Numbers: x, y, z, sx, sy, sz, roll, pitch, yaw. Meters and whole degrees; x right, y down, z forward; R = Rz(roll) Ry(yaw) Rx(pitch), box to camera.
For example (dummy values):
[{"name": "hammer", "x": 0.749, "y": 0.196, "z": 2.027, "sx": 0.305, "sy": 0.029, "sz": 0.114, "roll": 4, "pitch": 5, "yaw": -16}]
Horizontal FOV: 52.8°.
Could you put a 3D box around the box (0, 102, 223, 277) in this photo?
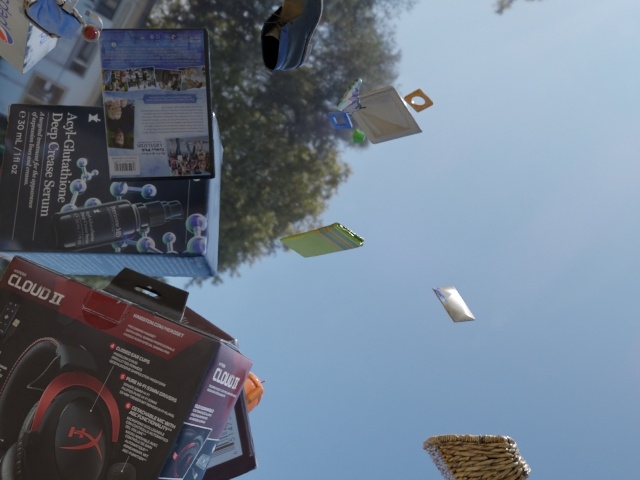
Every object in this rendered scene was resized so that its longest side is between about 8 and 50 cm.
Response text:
[{"name": "box", "x": -0.405, "y": -0.091, "z": 1.293, "sx": 0.212, "sy": 0.394, "sz": 0.294, "roll": 106, "pitch": -16, "yaw": -75}]

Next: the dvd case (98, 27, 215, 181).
[{"name": "dvd case", "x": -0.274, "y": -0.228, "z": 1.095, "sx": 0.022, "sy": 0.180, "sz": 0.253, "roll": -124, "pitch": -148, "yaw": -77}]

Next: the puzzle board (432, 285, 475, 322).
[{"name": "puzzle board", "x": 0.396, "y": 0.191, "z": 1.926, "sx": 0.011, "sy": 0.096, "sz": 0.128, "roll": -56, "pitch": -130, "yaw": 35}]

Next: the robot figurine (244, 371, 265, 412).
[{"name": "robot figurine", "x": -0.257, "y": 0.466, "z": 1.907, "sx": 0.219, "sy": 0.128, "sz": 0.158, "roll": -31, "pitch": 155, "yaw": -56}]

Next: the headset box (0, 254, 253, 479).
[{"name": "headset box", "x": -0.209, "y": 0.163, "z": 0.557, "sx": 0.110, "sy": 0.217, "sz": 0.294, "roll": 65, "pitch": 46, "yaw": -68}]

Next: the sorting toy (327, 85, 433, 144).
[{"name": "sorting toy", "x": 0.187, "y": -0.374, "z": 1.902, "sx": 0.347, "sy": 0.196, "sz": 0.047, "roll": -8, "pitch": -131, "yaw": 41}]

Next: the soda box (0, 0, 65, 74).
[{"name": "soda box", "x": -0.486, "y": -0.391, "z": 1.055, "sx": 0.091, "sy": 0.098, "sz": 0.286, "roll": -55, "pitch": -166, "yaw": -27}]

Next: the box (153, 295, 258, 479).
[{"name": "box", "x": -0.234, "y": 0.214, "z": 0.986, "sx": 0.381, "sy": 0.143, "sz": 0.191, "roll": 12, "pitch": -68, "yaw": 61}]

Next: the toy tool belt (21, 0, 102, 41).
[{"name": "toy tool belt", "x": -0.278, "y": -0.239, "z": 0.695, "sx": 0.052, "sy": 0.083, "sz": 0.051, "roll": -55, "pitch": -154, "yaw": 10}]

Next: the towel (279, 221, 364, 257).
[{"name": "towel", "x": 0.000, "y": 0.000, "z": 1.674, "sx": 0.237, "sy": 0.102, "sz": 0.021, "roll": -13, "pitch": -131, "yaw": 49}]

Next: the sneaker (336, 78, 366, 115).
[{"name": "sneaker", "x": 0.095, "y": -0.370, "z": 1.690, "sx": 0.098, "sy": 0.069, "sz": 0.038, "roll": -50, "pitch": -159, "yaw": 29}]

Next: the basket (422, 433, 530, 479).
[{"name": "basket", "x": 0.440, "y": 0.605, "z": 1.814, "sx": 0.213, "sy": 0.299, "sz": 0.223, "roll": -31, "pitch": -111, "yaw": -7}]

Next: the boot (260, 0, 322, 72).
[{"name": "boot", "x": -0.058, "y": -0.431, "z": 1.261, "sx": 0.106, "sy": 0.082, "sz": 0.219, "roll": -42, "pitch": 149, "yaw": -47}]
